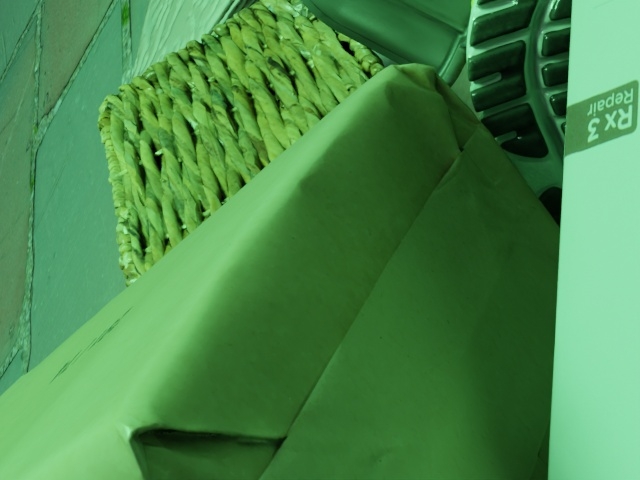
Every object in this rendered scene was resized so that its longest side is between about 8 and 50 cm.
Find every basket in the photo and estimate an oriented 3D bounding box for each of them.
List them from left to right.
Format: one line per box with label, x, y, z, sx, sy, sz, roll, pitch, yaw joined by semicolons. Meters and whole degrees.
basket;0.000;0.000;0.887;0.213;0.223;0.299;-30;39;9

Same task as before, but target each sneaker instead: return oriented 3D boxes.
sneaker;0.115;-0.074;0.642;0.094;0.081;0.209;-89;-11;-56

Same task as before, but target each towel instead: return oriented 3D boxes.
towel;-0.101;-0.253;1.233;0.317;0.053;0.332;-47;29;43

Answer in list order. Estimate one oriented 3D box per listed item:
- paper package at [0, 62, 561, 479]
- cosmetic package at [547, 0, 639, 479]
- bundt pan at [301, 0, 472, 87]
paper package;-0.060;0.118;0.561;0.325;0.168;0.309;-38;9;32
cosmetic package;0.199;0.021;0.418;0.217;0.156;0.385;-24;54;55
bundt pan;0.067;-0.258;0.738;0.331;0.124;0.331;-162;90;-86
